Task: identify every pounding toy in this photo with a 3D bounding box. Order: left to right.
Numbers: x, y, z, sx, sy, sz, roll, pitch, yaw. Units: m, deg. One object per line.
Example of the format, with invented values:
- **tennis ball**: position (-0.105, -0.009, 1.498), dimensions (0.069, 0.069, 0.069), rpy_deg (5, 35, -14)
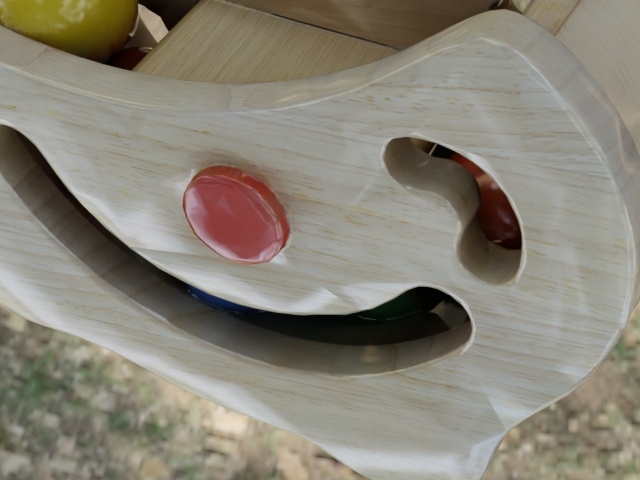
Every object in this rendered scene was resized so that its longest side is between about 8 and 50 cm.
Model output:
- **pounding toy**: position (0.000, 0.000, 0.413), dimensions (0.269, 0.155, 0.154), rpy_deg (23, 137, 16)
